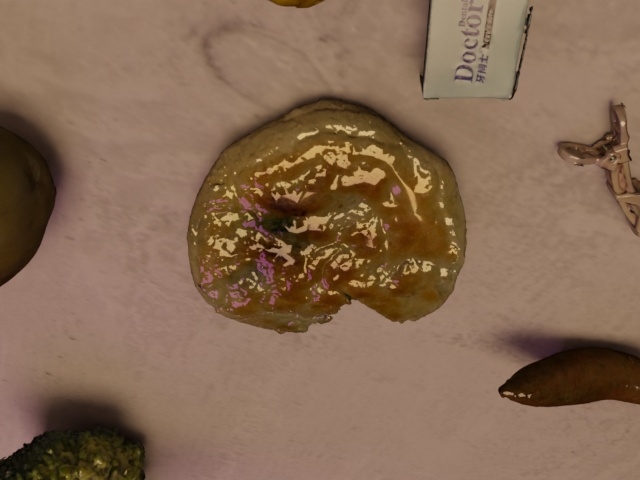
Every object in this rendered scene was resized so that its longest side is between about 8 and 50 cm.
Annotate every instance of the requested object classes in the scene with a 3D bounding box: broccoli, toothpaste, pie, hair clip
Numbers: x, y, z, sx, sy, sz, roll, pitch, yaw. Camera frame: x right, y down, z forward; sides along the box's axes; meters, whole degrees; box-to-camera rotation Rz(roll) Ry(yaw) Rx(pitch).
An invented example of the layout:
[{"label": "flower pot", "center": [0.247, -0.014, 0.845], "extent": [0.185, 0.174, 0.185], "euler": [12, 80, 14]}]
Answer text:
[{"label": "broccoli", "center": [-0.368, 0.463, 0.782], "extent": [0.275, 0.397, 0.353], "euler": [-43, 113, 1]}, {"label": "toothpaste", "center": [0.128, -0.265, 0.392], "extent": [0.089, 0.071, 0.313], "euler": [1, 128, 6]}, {"label": "pie", "center": [0.000, 0.000, 0.593], "extent": [0.337, 0.075, 0.337], "euler": [1, 127, 2]}, {"label": "hair clip", "center": [0.338, -0.047, 0.572], "extent": [0.072, 0.034, 0.226], "euler": [-31, 122, 27]}]

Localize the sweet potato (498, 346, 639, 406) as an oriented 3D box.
[{"label": "sweet potato", "center": [0.399, 0.202, 0.714], "extent": [0.346, 0.108, 0.079], "euler": [11, 135, -3]}]

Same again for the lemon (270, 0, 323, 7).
[{"label": "lemon", "center": [-0.033, -0.276, 0.275], "extent": [0.245, 0.245, 0.320], "euler": [-34, 123, 25]}]

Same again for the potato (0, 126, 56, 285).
[{"label": "potato", "center": [-0.391, -0.014, 0.549], "extent": [0.165, 0.165, 0.262], "euler": [37, 122, -23]}]
